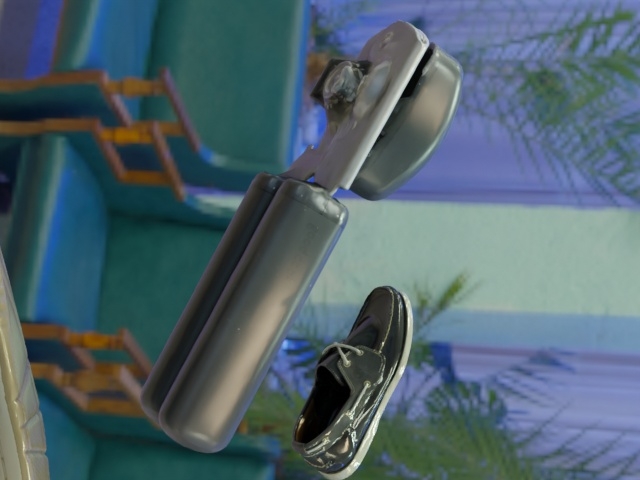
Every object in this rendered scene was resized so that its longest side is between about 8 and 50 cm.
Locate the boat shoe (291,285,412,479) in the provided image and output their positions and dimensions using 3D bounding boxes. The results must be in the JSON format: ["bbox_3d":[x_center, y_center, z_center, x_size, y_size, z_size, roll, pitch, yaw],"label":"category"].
[{"bbox_3d":[0.037,0.145,1.355,0.079,0.084,0.233,40,62,-31],"label":"boat shoe"}]

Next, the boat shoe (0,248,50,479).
[{"bbox_3d":[-0.204,0.043,0.626,0.103,0.092,0.285,180,-104,-80],"label":"boat shoe"}]

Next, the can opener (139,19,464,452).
[{"bbox_3d":[0.000,0.000,0.730,0.283,0.095,0.076,-62,-153,-4],"label":"can opener"}]
